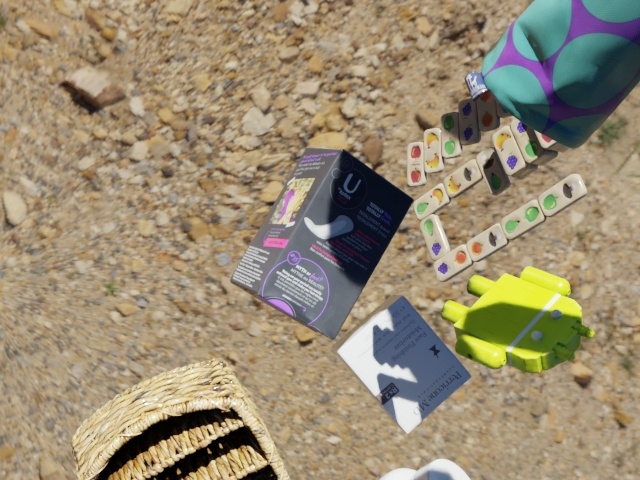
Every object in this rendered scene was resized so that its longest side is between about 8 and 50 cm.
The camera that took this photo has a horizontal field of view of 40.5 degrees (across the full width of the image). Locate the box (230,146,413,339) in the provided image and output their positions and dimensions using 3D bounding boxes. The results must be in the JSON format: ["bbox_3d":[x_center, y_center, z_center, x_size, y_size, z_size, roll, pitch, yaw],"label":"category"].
[{"bbox_3d":[0.000,0.000,1.434,0.165,0.143,0.270,34,83,-25],"label":"box"}]

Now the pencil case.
[{"bbox_3d":[0.129,-0.113,0.372,0.065,0.151,0.070,-1,52,-34],"label":"pencil case"}]

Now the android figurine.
[{"bbox_3d":[0.363,0.147,1.595,0.248,0.273,0.056,-39,131,-26],"label":"android figurine"}]

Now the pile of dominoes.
[{"bbox_3d":[0.191,-0.088,1.052,0.040,0.251,0.196,2,61,-42],"label":"pile of dominoes"}]

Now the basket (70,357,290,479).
[{"bbox_3d":[-0.226,0.355,1.377,0.299,0.223,0.213,-27,132,-4],"label":"basket"}]

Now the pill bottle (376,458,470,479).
[{"bbox_3d":[0.108,0.441,1.321,0.152,0.272,0.152,32,34,-25],"label":"pill bottle"}]

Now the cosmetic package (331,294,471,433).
[{"bbox_3d":[0.136,0.211,1.512,0.151,0.151,0.183,-41,89,-5],"label":"cosmetic package"}]
